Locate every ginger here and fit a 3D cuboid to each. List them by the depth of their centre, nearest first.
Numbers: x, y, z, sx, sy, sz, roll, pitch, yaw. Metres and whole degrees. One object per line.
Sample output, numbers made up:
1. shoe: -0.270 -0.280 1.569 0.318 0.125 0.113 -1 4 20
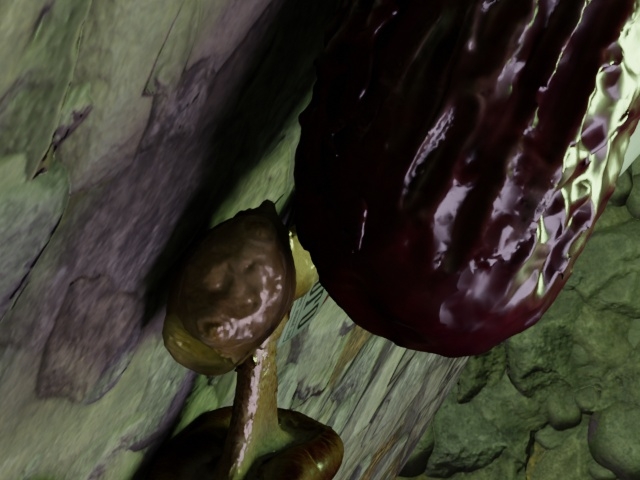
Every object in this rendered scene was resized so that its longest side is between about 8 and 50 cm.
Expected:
1. ginger: -0.034 0.016 1.203 0.294 0.086 0.131 -33 147 -64

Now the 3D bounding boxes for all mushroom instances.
1. mushroom: -0.064 0.140 1.351 0.227 0.148 0.217 -55 152 -61

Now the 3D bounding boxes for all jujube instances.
1. jujube: 0.114 -0.107 1.124 0.376 0.258 0.258 -60 167 -12

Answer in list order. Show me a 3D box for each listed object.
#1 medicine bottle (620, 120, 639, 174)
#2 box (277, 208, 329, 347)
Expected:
1. medicine bottle: 0.300 -0.235 1.545 0.306 0.245 0.245 -51 166 -7
2. box: 0.000 0.000 1.409 0.115 0.036 0.177 -44 160 -51
